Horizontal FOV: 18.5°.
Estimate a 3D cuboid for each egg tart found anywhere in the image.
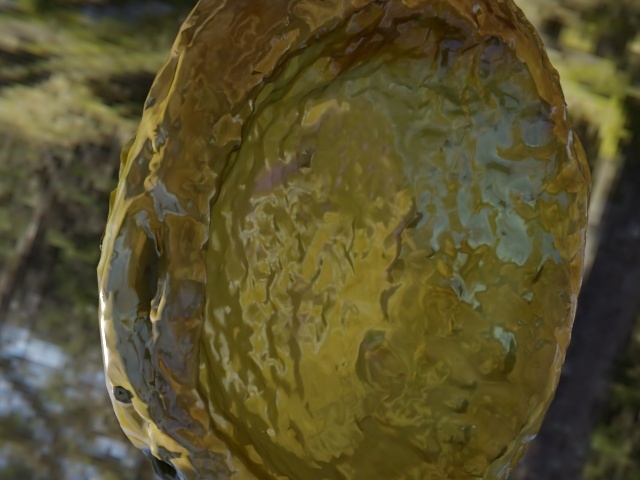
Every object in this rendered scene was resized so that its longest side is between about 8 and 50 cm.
[{"bbox_3d":[0.000,0.000,0.871,0.294,0.294,0.123,18,171,-43],"label":"egg tart"}]
